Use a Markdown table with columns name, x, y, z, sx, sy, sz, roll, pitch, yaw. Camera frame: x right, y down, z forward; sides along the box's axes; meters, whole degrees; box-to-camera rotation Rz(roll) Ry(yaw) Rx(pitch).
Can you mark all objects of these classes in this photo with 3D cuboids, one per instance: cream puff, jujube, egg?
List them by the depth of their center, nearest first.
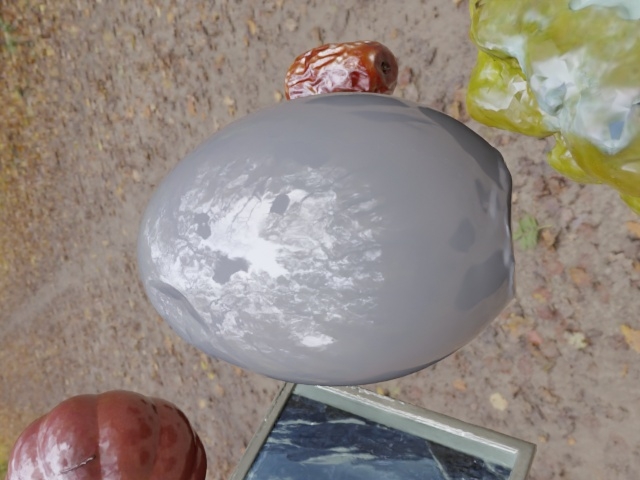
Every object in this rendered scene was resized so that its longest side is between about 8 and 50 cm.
| name | x | y | z | sx | sy | sz | roll | pitch | yaw |
| --- | --- | --- | --- | --- | --- | --- | --- | --- | --- |
| egg | 0.000 | 0.000 | 0.416 | 0.176 | 0.231 | 0.176 | -3 | -90 | -83 |
| cream puff | 0.308 | -0.183 | 0.595 | 0.378 | 0.275 | 0.379 | -15 | 67 | 37 |
| jujube | 0.042 | -0.338 | 1.436 | 0.250 | 0.174 | 0.174 | -9 | 97 | 41 |

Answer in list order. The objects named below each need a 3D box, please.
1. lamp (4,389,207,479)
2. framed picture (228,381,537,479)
| name | x | y | z | sx | sy | sz | roll | pitch | yaw |
| --- | --- | --- | --- | --- | --- | --- | --- | --- | --- |
| lamp | -0.198 | 0.213 | 0.638 | 0.140 | 0.181 | 0.182 | -111 | 25 | -49 |
| framed picture | 0.053 | 0.296 | 0.799 | 0.334 | 0.247 | 0.022 | 13 | 145 | 28 |
